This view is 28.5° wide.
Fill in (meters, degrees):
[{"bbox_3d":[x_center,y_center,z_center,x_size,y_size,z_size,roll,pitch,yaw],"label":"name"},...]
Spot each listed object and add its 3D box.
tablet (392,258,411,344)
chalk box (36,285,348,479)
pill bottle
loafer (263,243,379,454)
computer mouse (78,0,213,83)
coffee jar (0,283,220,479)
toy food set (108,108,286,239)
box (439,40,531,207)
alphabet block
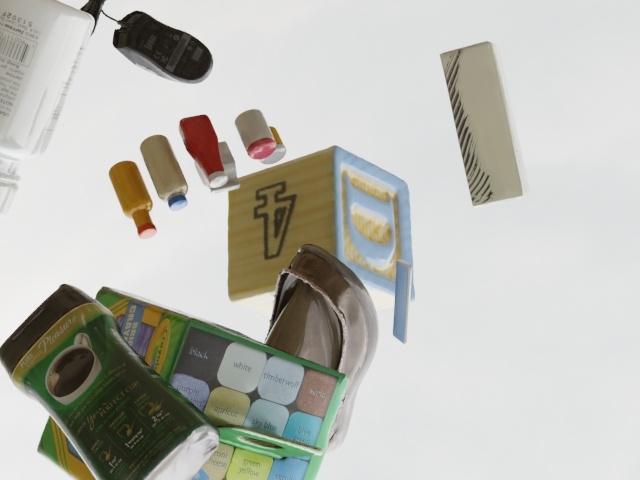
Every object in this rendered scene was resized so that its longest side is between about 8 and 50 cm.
[{"bbox_3d":[0.086,0.064,1.314,0.006,0.083,0.054,1,-174,-10],"label":"tablet"},{"bbox_3d":[-0.108,0.167,1.149,0.180,0.179,0.289,23,175,-29],"label":"chalk box"},{"bbox_3d":[-0.334,-0.150,1.310,0.131,0.229,0.131,22,-174,-2],"label":"pill bottle"},{"bbox_3d":[-0.020,0.168,1.597,0.134,0.365,0.130,31,-134,30],"label":"loafer"},{"bbox_3d":[-0.310,-0.392,2.303,0.060,0.262,0.184,136,-25,-65],"label":"computer mouse"},{"bbox_3d":[-0.171,0.122,1.000,0.096,0.079,0.184,-45,-113,-1],"label":"coffee jar"},{"bbox_3d":[-0.137,-0.086,1.583,0.232,0.111,0.104,-13,-117,-24],"label":"toy food set"},{"bbox_3d":[0.287,-0.200,2.189,0.094,0.275,0.113,-13,180,17],"label":"box"},{"bbox_3d":[0.000,0.000,1.797,0.197,0.192,0.193,-17,-116,35],"label":"alphabet block"}]
